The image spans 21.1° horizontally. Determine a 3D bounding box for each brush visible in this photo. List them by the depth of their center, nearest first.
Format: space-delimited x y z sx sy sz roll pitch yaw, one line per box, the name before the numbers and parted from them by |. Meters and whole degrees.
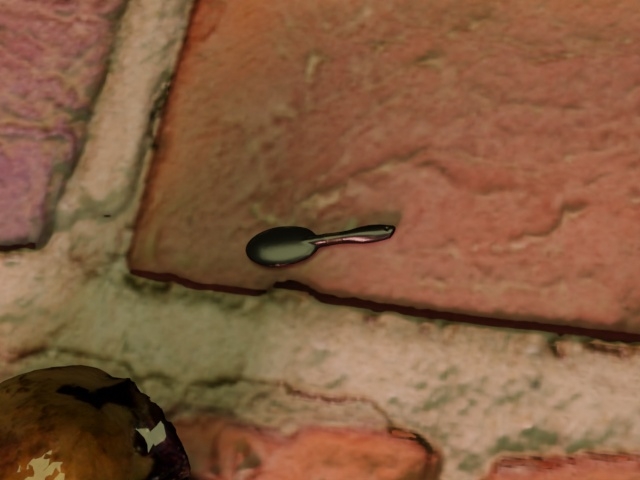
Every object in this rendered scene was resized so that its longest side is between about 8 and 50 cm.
brush | 0.000 0.000 0.936 0.083 0.008 0.024 -9 61 7

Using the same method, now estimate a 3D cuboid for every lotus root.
lotus root | -0.154 0.151 0.834 0.214 0.138 0.138 -44 63 1
